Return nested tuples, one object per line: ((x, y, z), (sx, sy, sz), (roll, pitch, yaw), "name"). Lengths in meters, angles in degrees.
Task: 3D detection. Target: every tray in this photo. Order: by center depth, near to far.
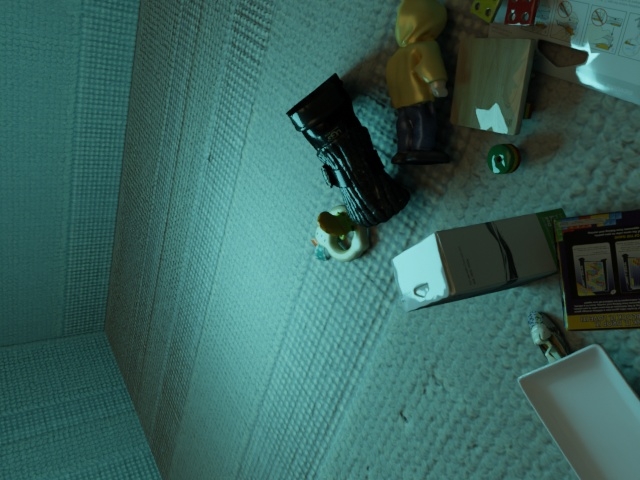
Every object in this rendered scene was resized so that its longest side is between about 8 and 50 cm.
((0.395, 0.276, 0.670), (0.270, 0.030, 0.145), (60, 138, 16), "tray")

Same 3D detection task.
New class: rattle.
((0.000, 0.000, 1.111), (0.199, 0.142, 0.130), (-12, 103, 47), "rattle")

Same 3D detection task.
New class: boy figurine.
((0.167, -0.275, 0.889), (0.177, 0.092, 0.285), (-174, 83, -72), "boy figurine")

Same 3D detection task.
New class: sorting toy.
((0.270, -0.247, 0.779), (0.132, 0.046, 0.275), (31, 125, 52), "sorting toy")

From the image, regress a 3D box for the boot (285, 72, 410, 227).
((0.051, -0.180, 1.018), (0.131, 0.348, 0.260), (-33, 108, 15), "boot")

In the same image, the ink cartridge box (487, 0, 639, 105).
((0.351, -0.336, 0.668), (0.275, 0.060, 0.239), (43, 151, 42), "ink cartridge box")

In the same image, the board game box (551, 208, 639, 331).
((0.378, 0.033, 0.611), (0.170, 0.048, 0.141), (-6, 90, 20), "board game box")

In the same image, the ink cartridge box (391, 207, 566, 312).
((0.225, 0.031, 0.720), (0.153, 0.208, 0.087), (134, 124, -67), "ink cartridge box")

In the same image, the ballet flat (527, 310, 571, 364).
((0.339, 0.155, 0.751), (0.041, 0.041, 0.114), (-54, 53, 41), "ballet flat")
